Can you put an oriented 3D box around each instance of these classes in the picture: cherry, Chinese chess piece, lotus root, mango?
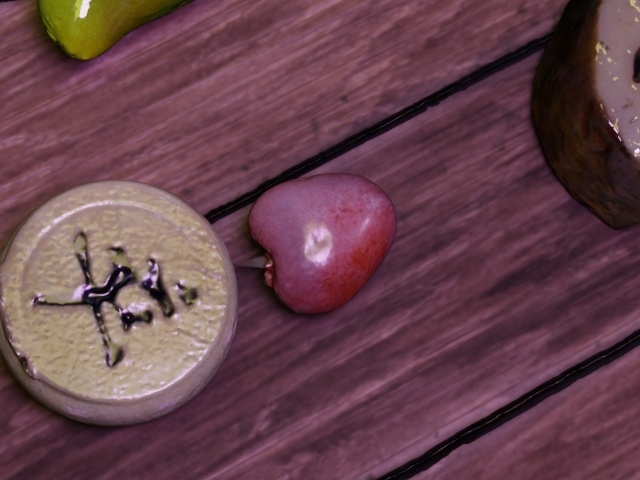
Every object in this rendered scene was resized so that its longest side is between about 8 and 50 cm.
[{"bbox_3d":[-0.002,-0.005,1.405,0.106,0.087,0.126,41,77,2],"label":"cherry"},{"bbox_3d":[-0.156,0.046,1.379,0.188,0.083,0.188,1,72,-3],"label":"Chinese chess piece"},{"bbox_3d":[0.255,-0.138,1.452,0.138,0.119,0.235,21,74,-5],"label":"lotus root"},{"bbox_3d":[-0.137,-0.237,1.448,0.125,0.111,0.233,28,74,8],"label":"mango"}]
